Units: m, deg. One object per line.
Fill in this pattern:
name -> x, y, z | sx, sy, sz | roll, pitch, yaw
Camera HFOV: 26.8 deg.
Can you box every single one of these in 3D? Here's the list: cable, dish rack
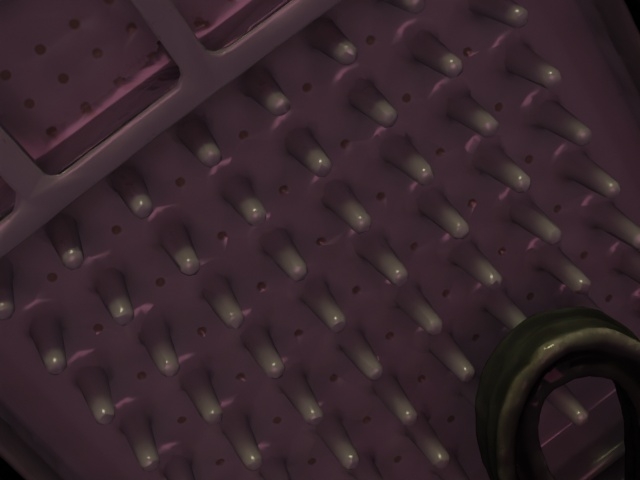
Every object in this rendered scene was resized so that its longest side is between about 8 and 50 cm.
cable -> 0.117, 0.159, 0.466 | 0.139, 0.072, 0.287 | -5, 117, -8
dish rack -> 0.000, 0.000, 0.429 | 0.285, 0.072, 0.333 | -37, 122, -2
